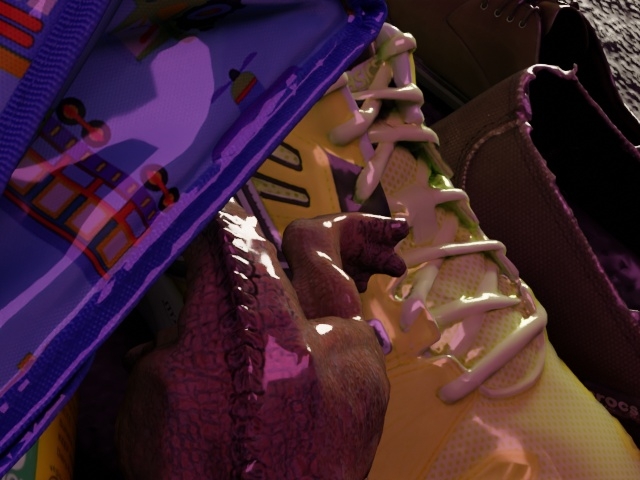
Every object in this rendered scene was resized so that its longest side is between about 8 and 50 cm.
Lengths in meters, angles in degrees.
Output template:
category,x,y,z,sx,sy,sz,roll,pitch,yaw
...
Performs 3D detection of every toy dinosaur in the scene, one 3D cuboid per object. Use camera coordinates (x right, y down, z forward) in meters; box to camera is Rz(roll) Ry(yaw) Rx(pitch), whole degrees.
category,x,y,z,sx,sy,sz,roll,pitch,yaw
toy dinosaur,-0.020,0.090,0.435,0.200,0.127,0.296,-40,119,-78

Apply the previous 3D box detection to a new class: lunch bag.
category,x,y,z,sx,sy,sz,roll,pitch,yaw
lunch bag,-0.156,-0.027,0.394,0.221,0.138,0.293,24,69,25

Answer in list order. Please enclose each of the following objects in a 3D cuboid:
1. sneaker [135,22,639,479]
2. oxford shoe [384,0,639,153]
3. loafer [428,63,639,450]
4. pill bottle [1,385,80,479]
category,x,y,z,sx,sy,sz,roll,pitch,yaw
sneaker,0.000,0.000,0.579,0.384,0.147,0.145,44,42,10
oxford shoe,0.102,-0.108,0.775,0.083,0.096,0.227,-18,61,-38
loafer,0.182,0.058,0.645,0.366,0.130,0.134,38,43,5
pill bottle,-0.139,0.034,0.487,0.117,0.117,0.208,14,46,-19
